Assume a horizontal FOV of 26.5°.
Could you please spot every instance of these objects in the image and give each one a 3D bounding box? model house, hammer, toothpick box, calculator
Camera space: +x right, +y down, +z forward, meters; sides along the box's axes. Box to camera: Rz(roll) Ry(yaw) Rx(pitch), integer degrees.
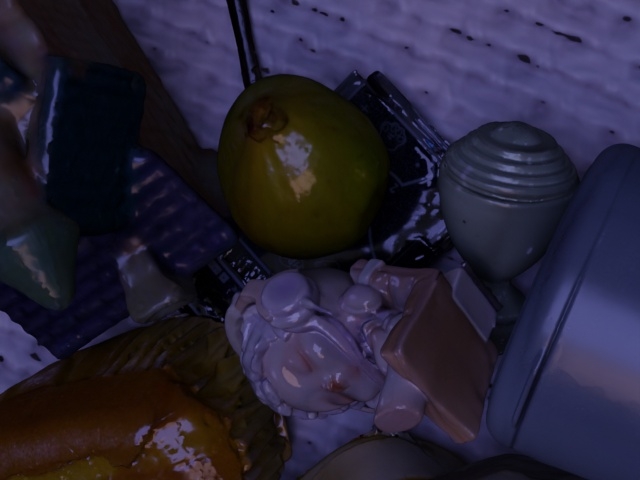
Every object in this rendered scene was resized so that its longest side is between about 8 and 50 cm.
[{"bbox_3d":[-0.225,-0.047,1.060,0.245,0.312,0.280,-33,83,14],"label":"model house"},{"bbox_3d":[-0.061,-0.175,1.150,0.065,0.021,0.178,-13,88,17],"label":"hammer"},{"bbox_3d":[0.320,0.091,0.937,0.355,0.263,0.263,24,101,12],"label":"toothpick box"},{"bbox_3d":[0.000,0.000,1.140,0.274,0.028,0.165,-45,81,16],"label":"calculator"}]

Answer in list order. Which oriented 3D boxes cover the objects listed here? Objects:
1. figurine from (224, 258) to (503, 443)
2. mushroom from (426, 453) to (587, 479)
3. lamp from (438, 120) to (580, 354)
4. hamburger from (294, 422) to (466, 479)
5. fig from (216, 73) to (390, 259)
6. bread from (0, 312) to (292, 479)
[{"bbox_3d":[0.019,0.087,1.039,0.237,0.141,0.162,-2,139,43],"label":"figurine"},{"bbox_3d":[0.187,0.233,1.004,0.350,0.128,0.128,15,100,-9],"label":"mushroom"},{"bbox_3d":[0.139,-0.002,1.045,0.106,0.106,0.193,13,120,16],"label":"lamp"},{"bbox_3d":[0.041,0.254,1.112,0.173,0.116,0.210,40,100,-2],"label":"hamburger"},{"bbox_3d":[-0.017,-0.059,1.070,0.136,0.120,0.153,-28,107,15],"label":"fig"},{"bbox_3d":[-0.175,0.188,1.133,0.288,0.156,0.204,-17,93,22],"label":"bread"}]
